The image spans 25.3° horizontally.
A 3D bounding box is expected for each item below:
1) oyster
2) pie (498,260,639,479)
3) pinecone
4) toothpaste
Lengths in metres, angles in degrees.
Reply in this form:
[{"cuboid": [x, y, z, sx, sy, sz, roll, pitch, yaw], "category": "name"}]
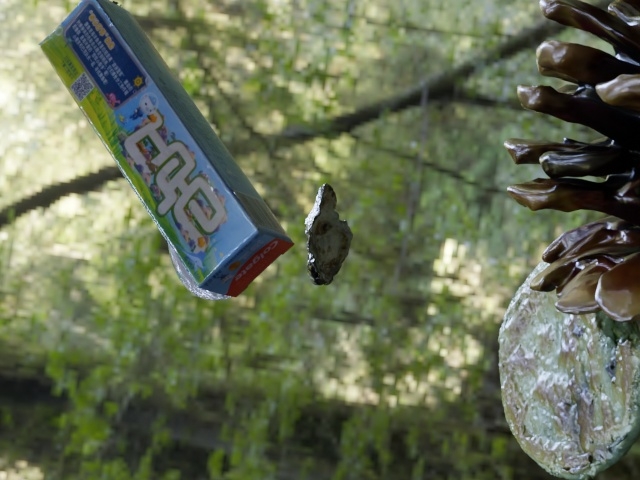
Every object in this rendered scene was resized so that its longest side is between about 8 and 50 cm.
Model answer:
[{"cuboid": [0.001, 0.002, 0.955, 0.083, 0.019, 0.054, 72, -143, -50], "category": "oyster"}, {"cuboid": [0.294, 0.132, 1.643, 0.302, 0.066, 0.303, -177, 90, -66], "category": "pie"}, {"cuboid": [0.212, -0.067, 0.684, 0.264, 0.264, 0.264, 8, -90, -87], "category": "pinecone"}, {"cuboid": [-0.099, -0.051, 0.819, 0.070, 0.193, 0.044, -43, -25, 15], "category": "toothpaste"}]
